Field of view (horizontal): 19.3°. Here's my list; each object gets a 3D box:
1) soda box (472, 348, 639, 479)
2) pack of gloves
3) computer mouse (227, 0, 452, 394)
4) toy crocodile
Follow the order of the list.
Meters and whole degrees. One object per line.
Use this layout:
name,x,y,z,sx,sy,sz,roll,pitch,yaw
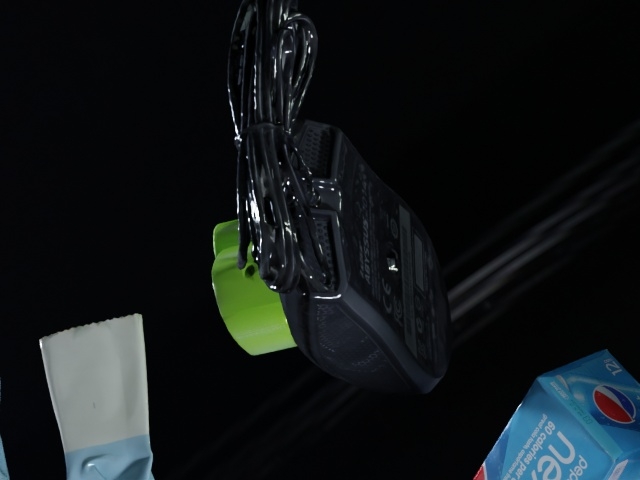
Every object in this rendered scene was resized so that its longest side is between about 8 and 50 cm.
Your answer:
soda box,0.130,0.167,1.137,0.071,0.067,0.210,48,-48,27
pack of gloves,-0.201,0.189,1.387,0.195,0.046,0.232,-14,-110,10
computer mouse,0.000,0.000,1.072,0.072,0.272,0.188,-13,-124,19
toy crocodile,-0.003,0.037,1.415,0.115,0.340,0.105,-11,-98,8
